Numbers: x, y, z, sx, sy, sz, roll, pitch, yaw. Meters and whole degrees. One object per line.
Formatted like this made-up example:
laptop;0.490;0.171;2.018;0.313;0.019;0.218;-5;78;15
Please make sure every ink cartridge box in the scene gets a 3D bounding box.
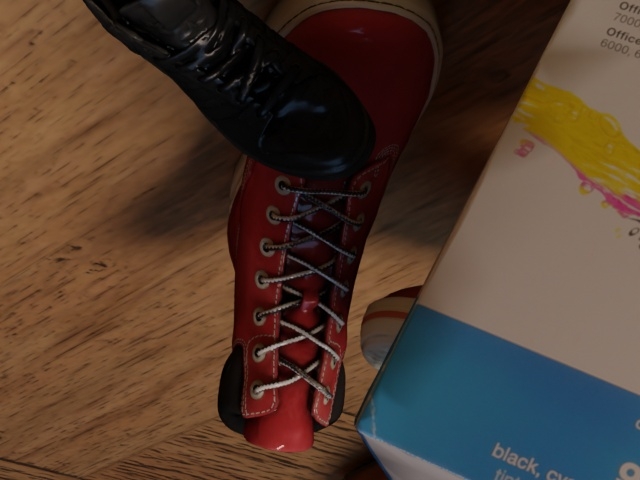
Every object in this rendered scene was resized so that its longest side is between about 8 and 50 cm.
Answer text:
ink cartridge box;0.148;0.023;0.609;0.168;0.232;0.171;23;165;20

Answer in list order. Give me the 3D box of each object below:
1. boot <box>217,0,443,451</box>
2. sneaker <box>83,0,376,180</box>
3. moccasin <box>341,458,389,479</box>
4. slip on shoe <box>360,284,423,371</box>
boot;0.000;0.000;0.763;0.088;0.176;0.244;8;150;-8
sneaker;-0.055;-0.086;0.659;0.170;0.051;0.089;38;-179;14
moccasin;0.118;0.193;1.177;0.139;0.147;0.380;14;149;-27
slip on shoe;0.136;0.034;0.842;0.123;0.101;0.331;3;-179;41
